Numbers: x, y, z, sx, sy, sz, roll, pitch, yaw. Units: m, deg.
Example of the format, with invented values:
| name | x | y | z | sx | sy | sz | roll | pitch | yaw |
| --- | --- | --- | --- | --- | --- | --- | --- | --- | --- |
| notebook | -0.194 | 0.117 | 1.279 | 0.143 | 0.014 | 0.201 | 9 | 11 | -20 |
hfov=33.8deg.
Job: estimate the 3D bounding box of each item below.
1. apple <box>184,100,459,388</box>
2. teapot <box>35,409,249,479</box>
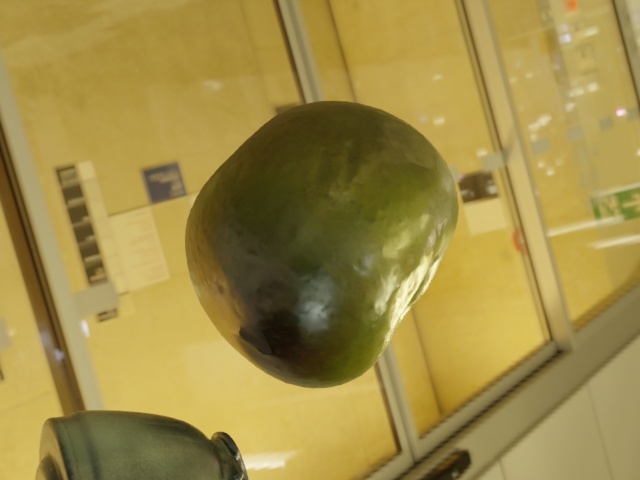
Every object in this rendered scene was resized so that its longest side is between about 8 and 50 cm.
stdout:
| name | x | y | z | sx | sy | sz | roll | pitch | yaw |
| --- | --- | --- | --- | --- | --- | --- | --- | --- | --- |
| apple | 0.000 | 0.000 | 0.703 | 0.196 | 0.157 | 0.196 | -52 | 174 | -7 |
| teapot | -0.091 | 0.154 | 0.554 | 0.108 | 0.149 | 0.111 | -5 | -143 | -23 |
